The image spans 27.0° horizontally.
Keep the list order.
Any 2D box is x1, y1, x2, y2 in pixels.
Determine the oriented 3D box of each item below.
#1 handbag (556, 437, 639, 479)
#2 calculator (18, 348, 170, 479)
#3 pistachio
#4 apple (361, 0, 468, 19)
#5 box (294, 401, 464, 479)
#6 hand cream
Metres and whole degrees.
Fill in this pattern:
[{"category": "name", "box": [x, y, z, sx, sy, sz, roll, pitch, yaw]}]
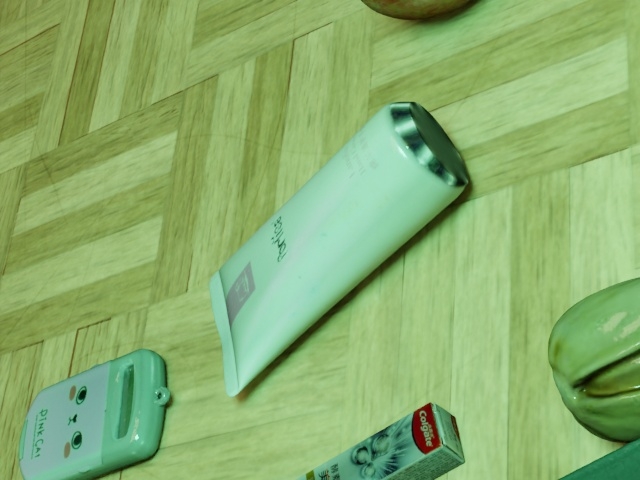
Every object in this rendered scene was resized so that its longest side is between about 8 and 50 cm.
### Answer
[{"category": "handbag", "box": [0.216, 0.294, 0.998, 0.326, 0.089, 0.238, -33, 64, 23]}, {"category": "calculator", "box": [-0.270, 0.217, 1.598, 0.246, 0.045, 0.141, -22, 51, 32]}, {"category": "pistachio", "box": [0.283, 0.087, 1.090, 0.206, 0.131, 0.129, -26, 93, 24]}, {"category": "apple", "box": [0.110, -0.352, 1.488, 0.164, 0.209, 0.209, -11, 57, 34]}, {"category": "box", "box": [0.039, 0.232, 1.286, 0.218, 0.039, 0.055, -34, 43, 23]}, {"category": "hand cream", "box": [0.000, 0.000, 1.434, 0.358, 0.118, 0.185, -42, 41, 25]}]
